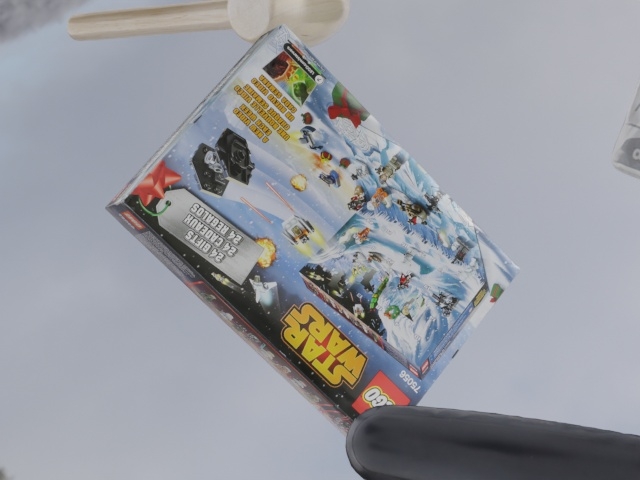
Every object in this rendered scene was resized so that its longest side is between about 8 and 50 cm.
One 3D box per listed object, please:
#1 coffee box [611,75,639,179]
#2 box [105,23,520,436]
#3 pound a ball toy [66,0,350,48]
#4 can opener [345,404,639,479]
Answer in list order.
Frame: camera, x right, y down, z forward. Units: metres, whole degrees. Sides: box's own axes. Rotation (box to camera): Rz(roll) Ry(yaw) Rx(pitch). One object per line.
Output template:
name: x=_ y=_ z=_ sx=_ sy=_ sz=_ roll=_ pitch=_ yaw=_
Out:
coffee box: x=0.433 y=-0.159 z=0.894 sx=0.338 sy=0.334 sz=0.338 roll=-19 pitch=130 yaw=-65
box: x=0.000 y=0.000 z=0.517 sx=0.094 sy=0.137 sz=0.027 roll=-50 pitch=-165 yaw=-19
pound a ball toy: x=-0.158 y=-0.198 z=0.749 sx=0.319 sy=0.208 sz=0.135 roll=-1 pitch=-170 yaw=25
can opener: x=0.098 y=0.066 z=0.367 sx=0.186 sy=0.059 sz=0.073 roll=0 pitch=-115 yaw=23
